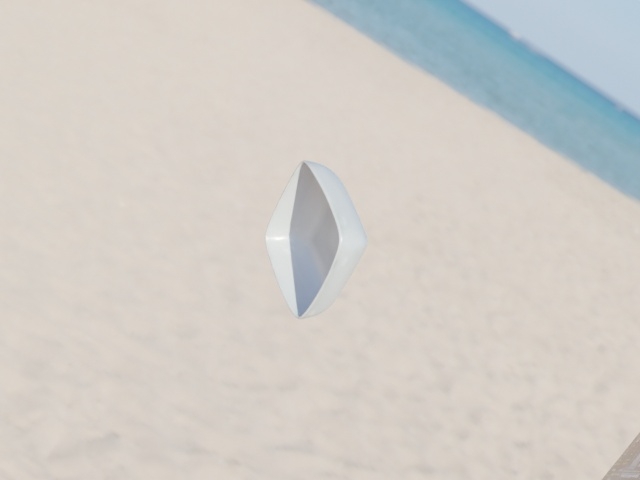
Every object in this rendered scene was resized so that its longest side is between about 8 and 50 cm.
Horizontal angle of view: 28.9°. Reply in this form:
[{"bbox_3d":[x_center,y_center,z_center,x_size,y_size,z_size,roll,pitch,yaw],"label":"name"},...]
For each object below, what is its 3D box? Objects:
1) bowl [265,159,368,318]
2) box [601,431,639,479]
[{"bbox_3d":[0.000,0.000,1.358,0.053,0.142,0.142,3,45,-28],"label":"bowl"},{"bbox_3d":[0.493,0.287,1.677,0.076,0.242,0.307,41,-10,5],"label":"box"}]
